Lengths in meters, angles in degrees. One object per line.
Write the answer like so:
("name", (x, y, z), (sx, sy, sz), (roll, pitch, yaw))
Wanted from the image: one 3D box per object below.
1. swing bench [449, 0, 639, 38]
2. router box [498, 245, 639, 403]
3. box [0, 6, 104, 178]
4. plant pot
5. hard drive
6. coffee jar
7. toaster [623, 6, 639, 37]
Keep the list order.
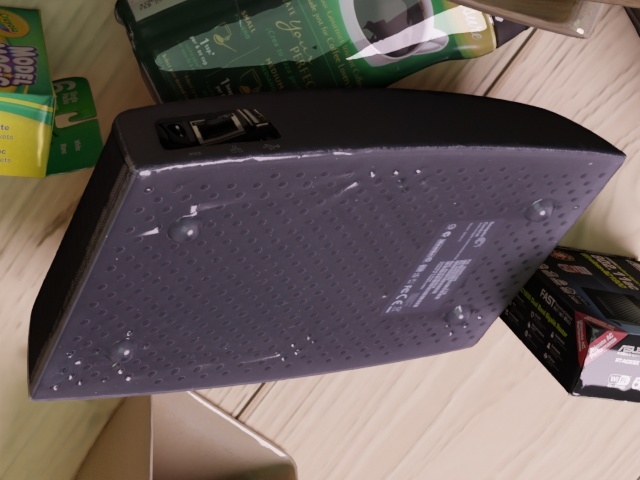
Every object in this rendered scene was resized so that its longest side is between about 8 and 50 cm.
("swing bench", (0.091, -0.212, 0.464), (0.165, 0.255, 0.253), (22, 94, -9))
("router box", (0.150, 0.042, 0.721), (0.092, 0.122, 0.038), (9, 109, -20))
("box", (-0.181, -0.068, 0.583), (0.179, 0.105, 0.043), (5, 117, -18))
("plant pot", (-0.080, 0.153, 0.730), (0.096, 0.109, 0.109), (-40, 120, 22))
("hard drive", (0.000, 0.000, 0.639), (0.254, 0.054, 0.172), (-4, 143, -33))
("coffee jar", (0.008, -0.105, 0.632), (0.184, 0.079, 0.096), (-25, 116, -1))
("toaster", (0.241, -0.114, 0.660), (0.168, 0.110, 0.186), (-29, 121, 14))
